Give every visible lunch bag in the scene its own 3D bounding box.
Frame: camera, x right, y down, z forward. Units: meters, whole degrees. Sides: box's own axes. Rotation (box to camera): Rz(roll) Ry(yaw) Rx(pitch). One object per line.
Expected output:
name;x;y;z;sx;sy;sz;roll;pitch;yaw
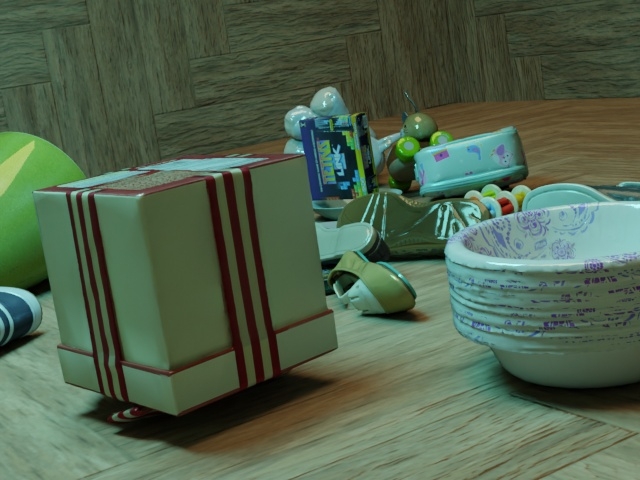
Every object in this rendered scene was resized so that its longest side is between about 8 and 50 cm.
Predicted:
lunch bag;0.293;-0.144;2.137;0.224;0.108;0.279;-14;-3;10

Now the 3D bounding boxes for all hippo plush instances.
hippo plush;0.051;-0.199;2.582;0.294;0.234;0.236;31;17;-24

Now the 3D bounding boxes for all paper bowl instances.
paper bowl;0.277;0.056;1.118;0.284;0.148;0.284;-8;10;1

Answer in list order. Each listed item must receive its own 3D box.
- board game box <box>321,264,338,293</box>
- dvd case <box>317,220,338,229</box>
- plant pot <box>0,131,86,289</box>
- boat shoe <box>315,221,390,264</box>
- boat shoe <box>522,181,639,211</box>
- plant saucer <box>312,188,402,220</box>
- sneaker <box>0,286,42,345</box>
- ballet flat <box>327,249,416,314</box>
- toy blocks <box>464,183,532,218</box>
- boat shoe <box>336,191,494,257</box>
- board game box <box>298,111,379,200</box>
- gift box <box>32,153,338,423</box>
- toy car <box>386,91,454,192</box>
board game box;-0.017;0.054;1.661;0.126;0.026;0.186;-11;11;-14
dvd case;0.000;0.000;1.933;0.180;0.022;0.253;-4;12;20
plant pot;-0.574;-0.004;1.864;0.275;0.275;0.293;-4;28;23
boat shoe;0.021;0.016;1.655;0.206;0.075;0.065;-5;-33;47
boat shoe;0.437;-0.027;1.543;0.302;0.114;0.091;16;25;37
plant saucer;0.072;-0.069;2.189;0.195;0.037;0.195;-7;11;1
sneaker;-0.561;0.120;1.550;0.282;0.099;0.153;-3;10;11
ballet flat;0.065;0.068;1.467;0.073;0.080;0.232;-38;13;-6
toy blocks;0.292;-0.060;1.935;0.148;0.054;0.123;-18;16;-41
boat shoe;0.155;-0.014;1.743;0.285;0.104;0.089;6;-20;37
board game box;0.037;-0.168;2.175;0.141;0.170;0.048;-2;14;34
gift box;-0.151;0.047;1.197;0.255;0.258;0.276;-16;13;-36
toy car;0.202;-0.227;2.368;0.149;0.188;0.155;-10;-28;-9
